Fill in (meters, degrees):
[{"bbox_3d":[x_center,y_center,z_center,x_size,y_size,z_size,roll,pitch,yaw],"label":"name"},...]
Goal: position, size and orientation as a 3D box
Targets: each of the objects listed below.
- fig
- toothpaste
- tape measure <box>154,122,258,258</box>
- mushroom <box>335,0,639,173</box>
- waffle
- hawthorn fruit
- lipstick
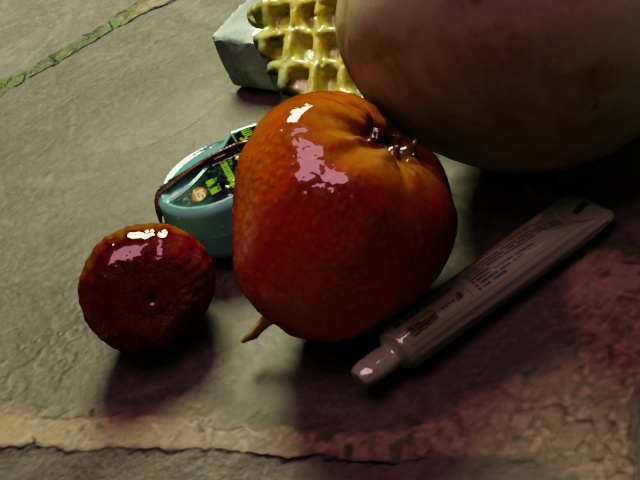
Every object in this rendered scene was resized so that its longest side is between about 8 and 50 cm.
[{"bbox_3d":[-0.155,0.051,1.432,0.119,0.153,0.119,4,67,-10],"label":"fig"},{"bbox_3d":[0.127,0.039,1.314,0.255,0.037,0.067,-36,32,-20],"label":"toothpaste"},{"bbox_3d":[-0.082,-0.044,1.500,0.146,0.081,0.125,-25,33,0],"label":"tape measure"},{"bbox_3d":[0.170,-0.208,1.365,0.297,0.297,0.290,4,70,33],"label":"mushroom"},{"bbox_3d":[0.030,-0.212,1.564,0.204,0.054,0.223,-50,55,14],"label":"waffle"},{"bbox_3d":[0.000,0.000,1.322,0.225,0.196,0.196,-57,30,20],"label":"hawthorn fruit"},{"bbox_3d":[-0.002,-0.272,1.743,0.076,0.077,0.290,14,52,38],"label":"lipstick"}]
